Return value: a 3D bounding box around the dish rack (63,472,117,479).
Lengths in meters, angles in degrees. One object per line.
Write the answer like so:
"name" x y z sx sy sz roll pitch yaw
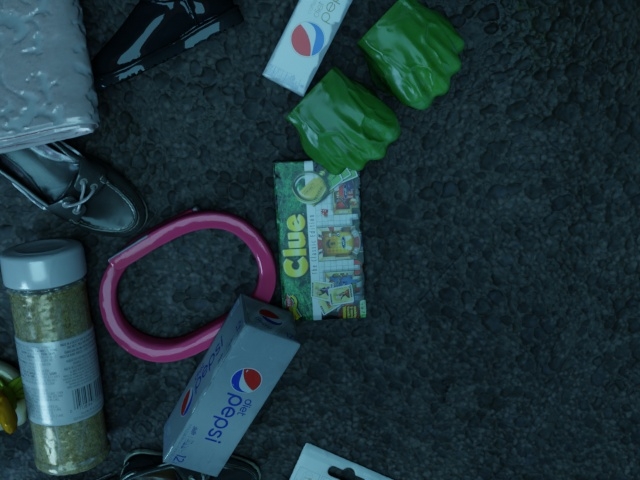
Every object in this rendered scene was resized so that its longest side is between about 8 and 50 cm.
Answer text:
"dish rack" -0.451 0.471 1.252 0.272 0.208 0.074 -26 116 4

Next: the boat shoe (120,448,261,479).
"boat shoe" -0.216 0.401 1.303 0.233 0.079 0.084 5 103 -5

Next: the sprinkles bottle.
"sprinkles bottle" -0.406 0.180 1.214 0.121 0.121 0.355 -4 105 -1

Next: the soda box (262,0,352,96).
"soda box" -0.006 -0.320 1.123 0.069 0.074 0.216 27 102 -9

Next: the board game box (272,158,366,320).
"board game box" 0.000 0.000 1.231 0.136 0.030 0.259 -3 105 1

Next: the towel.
"towel" -0.476 -0.275 1.065 0.317 0.053 0.331 -12 80 1

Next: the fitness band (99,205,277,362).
"fitness band" -0.210 0.070 1.232 0.291 0.054 0.209 -28 106 6

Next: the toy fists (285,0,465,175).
"toy fists" 0.085 -0.217 1.139 0.142 0.096 0.279 45 90 -6

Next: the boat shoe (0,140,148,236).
"boat shoe" -0.411 -0.105 1.153 0.335 0.095 0.112 36 101 -10

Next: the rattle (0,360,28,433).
"rattle" -0.567 0.263 1.226 0.200 0.142 0.130 9 123 -10

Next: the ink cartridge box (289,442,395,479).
"ink cartridge box" 0.005 0.487 1.357 0.189 0.066 0.232 25 81 -8

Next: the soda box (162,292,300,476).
"soda box" -0.143 0.229 1.224 0.098 0.091 0.286 23 112 -21

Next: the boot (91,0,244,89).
"boot" -0.254 -0.350 1.094 0.246 0.094 0.207 -28 107 -2
